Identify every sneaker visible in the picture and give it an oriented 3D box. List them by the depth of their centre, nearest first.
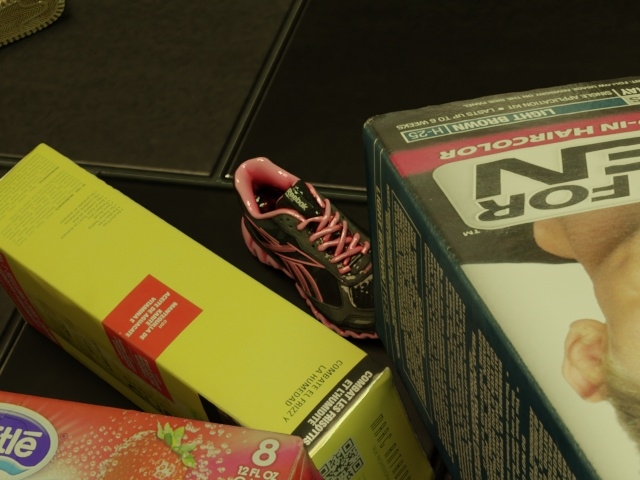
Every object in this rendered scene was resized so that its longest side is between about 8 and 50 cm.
[{"bbox_3d":[0.000,0.000,0.846,0.047,0.057,0.119,-42,51,-18],"label":"sneaker"},{"bbox_3d":[-0.207,-0.134,1.043,0.118,0.042,0.067,-20,51,-7],"label":"sneaker"}]

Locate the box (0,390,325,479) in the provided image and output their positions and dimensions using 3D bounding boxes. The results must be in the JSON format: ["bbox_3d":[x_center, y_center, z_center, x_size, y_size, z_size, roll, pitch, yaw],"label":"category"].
[{"bbox_3d":[-0.119,0.140,0.724,0.257,0.128,0.122,5,54,25],"label":"box"}]

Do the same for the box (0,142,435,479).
[{"bbox_3d":[-0.058,0.045,0.810,0.058,0.087,0.232,-44,52,-17],"label":"box"}]

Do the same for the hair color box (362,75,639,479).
[{"bbox_3d":[0.136,0.050,0.616,0.174,0.105,0.347,-9,25,-9],"label":"hair color box"}]
